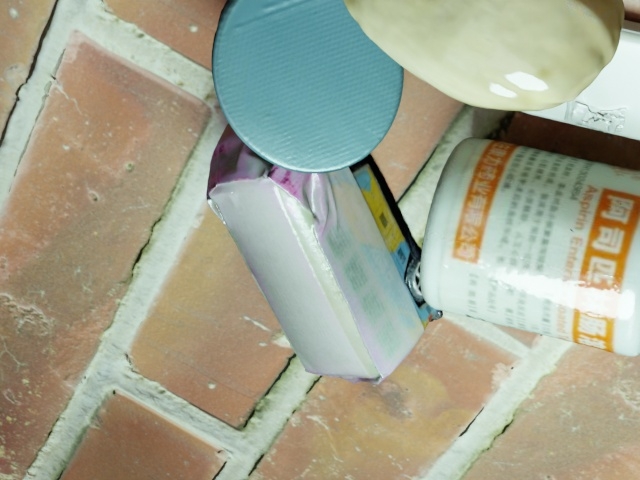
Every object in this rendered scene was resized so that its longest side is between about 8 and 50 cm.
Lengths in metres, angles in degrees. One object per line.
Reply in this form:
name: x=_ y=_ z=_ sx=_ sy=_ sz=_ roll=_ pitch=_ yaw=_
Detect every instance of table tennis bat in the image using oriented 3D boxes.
table tennis bat: x=-0.027 y=-0.231 z=2.023 sx=0.215 sy=0.044 sz=0.329 roll=-19 pitch=108 yaw=0

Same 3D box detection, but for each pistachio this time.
pistachio: x=0.158 y=-0.243 z=1.853 sx=0.318 sy=0.193 sz=0.214 roll=26 pitch=156 yaw=20

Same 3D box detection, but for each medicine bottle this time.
medicine bottle: x=0.315 y=0.018 z=2.034 sx=0.371 sy=0.211 sz=0.211 roll=13 pitch=137 yaw=16

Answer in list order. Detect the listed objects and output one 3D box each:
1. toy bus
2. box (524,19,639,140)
toy bus: x=0.000 y=0.000 z=2.219 sx=0.171 sy=0.162 sz=0.386 roll=-4 pitch=129 yaw=32
box: x=0.350 y=-0.169 z=1.954 sx=0.285 sy=0.044 sz=0.142 roll=15 pitch=135 yaw=14
